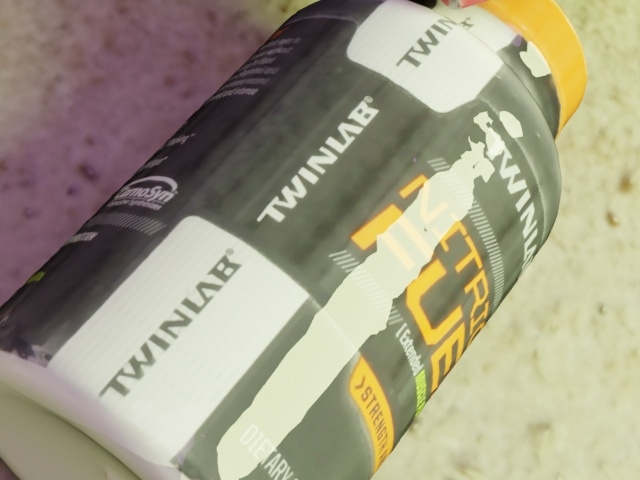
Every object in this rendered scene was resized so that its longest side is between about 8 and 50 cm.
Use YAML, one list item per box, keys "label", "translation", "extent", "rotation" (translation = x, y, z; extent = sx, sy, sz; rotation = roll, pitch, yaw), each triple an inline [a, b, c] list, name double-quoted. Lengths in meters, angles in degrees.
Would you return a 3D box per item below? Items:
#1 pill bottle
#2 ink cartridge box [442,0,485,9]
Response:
- label: "pill bottle"
  translation: [0.000, 0.000, 0.489]
  extent: [0.130, 0.130, 0.246]
  rotation: [41, 62, -2]
- label: "ink cartridge box"
  translation: [0.116, -0.222, 0.565]
  extent: [0.306, 0.131, 0.226]
  rotation: [-18, 39, -26]
